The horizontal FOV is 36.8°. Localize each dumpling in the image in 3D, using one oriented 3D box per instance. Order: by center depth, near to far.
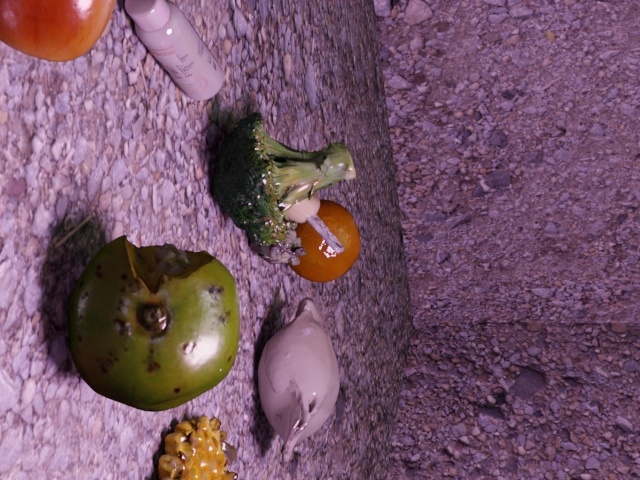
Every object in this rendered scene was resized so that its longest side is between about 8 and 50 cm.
[{"bbox_3d":[-0.054,0.312,2.075,0.260,0.181,0.341,103,-31,-47],"label":"dumpling"}]

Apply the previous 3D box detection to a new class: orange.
[{"bbox_3d":[0.000,0.000,2.232,0.206,0.206,0.206,-1,90,-76],"label":"orange"}]

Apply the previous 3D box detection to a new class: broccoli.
[{"bbox_3d":[-0.070,-0.122,1.799,0.269,0.269,0.254,-58,138,-65],"label":"broccoli"}]

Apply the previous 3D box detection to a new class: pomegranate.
[{"bbox_3d":[-0.227,0.104,1.306,0.302,0.235,0.236,-158,-115,-76],"label":"pomegranate"}]

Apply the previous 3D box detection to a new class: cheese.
[{"bbox_3d":[-0.049,-0.076,1.988,0.249,0.071,0.163,55,17,28],"label":"cheese"}]

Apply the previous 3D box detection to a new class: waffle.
[{"bbox_3d":[-0.208,0.445,1.623,0.329,0.062,0.329,-2,90,-77],"label":"waffle"}]

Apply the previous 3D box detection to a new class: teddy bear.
[{"bbox_3d":[-0.100,0.001,1.996,0.111,0.133,0.213,-53,-155,17],"label":"teddy bear"}]

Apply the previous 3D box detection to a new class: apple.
[{"bbox_3d":[-0.302,-0.289,1.049,0.199,0.199,0.199,-1,90,-76],"label":"apple"}]

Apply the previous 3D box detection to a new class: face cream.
[{"bbox_3d":[-0.234,-0.315,1.535,0.269,0.081,0.082,50,41,-67],"label":"face cream"}]
